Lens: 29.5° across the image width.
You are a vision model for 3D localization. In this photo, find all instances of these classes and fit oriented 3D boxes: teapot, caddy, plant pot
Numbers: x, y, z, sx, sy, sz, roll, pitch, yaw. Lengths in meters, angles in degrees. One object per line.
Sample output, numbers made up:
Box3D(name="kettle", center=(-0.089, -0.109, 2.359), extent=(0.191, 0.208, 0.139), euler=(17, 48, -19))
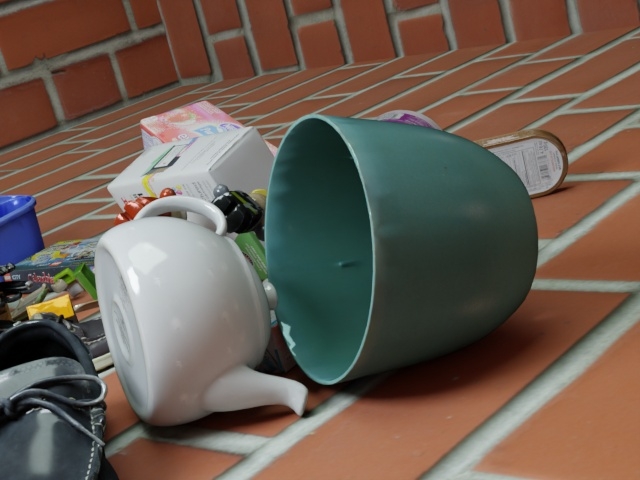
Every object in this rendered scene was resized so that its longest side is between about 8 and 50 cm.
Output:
Box3D(name="teapot", center=(-0.141, 0.077, 1.383), extent=(0.187, 0.256, 0.252), euler=(-14, 6, -21))
Box3D(name="caddy", center=(-0.651, 0.010, 2.196), extent=(0.241, 0.179, 0.341), euler=(-8, 17, 27))
Box3D(name="plant pot", center=(0.098, 0.004, 1.363), extent=(0.235, 0.293, 0.293), euler=(-3, 10, -25))

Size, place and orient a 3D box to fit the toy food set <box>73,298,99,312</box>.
Box3D(name="toy food set", center=(-0.252, 0.070, 1.781), extent=(0.218, 0.071, 0.128), euler=(-39, -16, 32))

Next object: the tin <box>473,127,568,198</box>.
Box3D(name="tin", center=(0.291, -0.111, 1.891), extent=(0.189, 0.106, 0.040), euler=(-13, 16, 8))

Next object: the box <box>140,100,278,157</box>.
Box3D(name="box", center=(-0.181, -0.114, 2.104), extent=(0.142, 0.154, 0.300), euler=(-22, 34, -25))

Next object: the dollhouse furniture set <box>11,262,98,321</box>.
Box3D(name="dollhouse furniture set", center=(-0.426, 0.098, 1.971), extent=(0.151, 0.059, 0.076), euler=(-31, 19, 14))

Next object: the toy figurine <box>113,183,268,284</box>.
Box3D(name="toy figurine", center=(-0.157, 0.031, 1.620), extent=(0.209, 0.213, 0.148), euler=(-6, 1, 17))

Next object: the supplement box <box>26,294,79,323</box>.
Box3D(name="supplement box", center=(-0.375, 0.119, 1.720), extent=(0.062, 0.036, 0.098), euler=(-17, -26, -11))

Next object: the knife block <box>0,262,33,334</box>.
Box3D(name="knife block", center=(-0.533, 0.134, 1.869), extent=(0.088, 0.242, 0.276), euler=(-29, -24, -46))

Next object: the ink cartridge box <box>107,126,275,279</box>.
Box3D(name="ink cartridge box", center=(-0.164, -0.046, 1.830), extent=(0.278, 0.201, 0.117), euler=(-4, 35, 50))

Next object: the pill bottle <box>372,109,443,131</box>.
Box3D(name="pill bottle", center=(0.095, -0.089, 1.877), extent=(0.169, 0.169, 0.301), euler=(-8, 17, 22))

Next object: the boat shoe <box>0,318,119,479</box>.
Box3D(name="boat shoe", center=(-0.293, 0.208, 1.216), extent=(0.186, 0.156, 0.500), euler=(-14, 16, -6))

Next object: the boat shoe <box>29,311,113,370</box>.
Box3D(name="boat shoe", center=(-0.366, 0.141, 1.626), extent=(0.285, 0.092, 0.103), euler=(-20, 16, -21))

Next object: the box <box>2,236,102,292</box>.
Box3D(name="box", center=(-0.419, 0.039, 2.128), extent=(0.233, 0.044, 0.159), euler=(-5, 18, 31))

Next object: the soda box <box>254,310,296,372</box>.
Box3D(name="soda box", center=(-0.023, 0.099, 1.516), extent=(0.058, 0.063, 0.183), euler=(-4, 19, 37))
